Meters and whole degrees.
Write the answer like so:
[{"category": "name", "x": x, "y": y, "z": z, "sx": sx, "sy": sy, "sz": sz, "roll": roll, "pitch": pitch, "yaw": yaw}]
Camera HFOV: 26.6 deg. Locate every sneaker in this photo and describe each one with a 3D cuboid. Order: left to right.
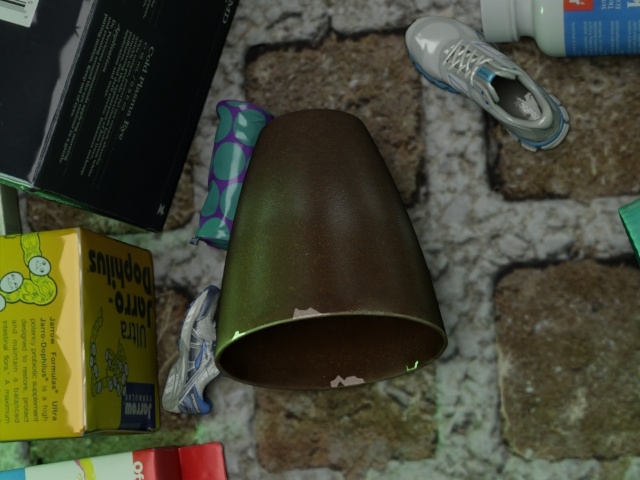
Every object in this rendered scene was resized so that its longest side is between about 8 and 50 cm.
[{"category": "sneaker", "x": -0.115, "y": 0.113, "z": 1.369, "sx": 0.058, "sy": 0.052, "sz": 0.135, "roll": 16, "pitch": 94, "yaw": 5}, {"category": "sneaker", "x": 0.159, "y": -0.163, "z": 1.315, "sx": 0.190, "sy": 0.083, "sz": 0.071, "roll": 37, "pitch": 94, "yaw": 16}]

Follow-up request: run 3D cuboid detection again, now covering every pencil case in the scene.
[{"category": "pencil case", "x": -0.088, "y": -0.063, "z": 1.371, "sx": 0.070, "sy": 0.064, "sz": 0.152, "roll": 3, "pitch": 82, "yaw": 48}]

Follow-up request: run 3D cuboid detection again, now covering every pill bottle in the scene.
[{"category": "pill bottle", "x": 0.265, "y": -0.235, "z": 1.275, "sx": 0.221, "sy": 0.124, "sz": 0.124, "roll": -1, "pitch": 83, "yaw": 13}]

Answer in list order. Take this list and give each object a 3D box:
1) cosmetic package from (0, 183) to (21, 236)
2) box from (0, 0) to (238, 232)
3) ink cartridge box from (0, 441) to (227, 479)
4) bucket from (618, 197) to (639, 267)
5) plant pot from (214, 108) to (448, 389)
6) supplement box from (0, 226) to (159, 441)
[{"category": "cosmetic package", "x": -0.359, "y": -0.047, "z": 1.447, "sx": 0.060, "sy": 0.041, "sz": 0.115, "roll": -10, "pitch": 81, "yaw": 13}, {"category": "box", "x": -0.229, "y": -0.208, "z": 1.296, "sx": 0.178, "sy": 0.312, "sz": 0.343, "roll": 18, "pitch": 87, "yaw": 16}, {"category": "ink cartridge box", "x": -0.209, "y": 0.280, "z": 1.350, "sx": 0.231, "sy": 0.078, "sz": 0.134, "roll": -11, "pitch": 81, "yaw": 12}, {"category": "bucket", "x": 0.380, "y": 0.050, "z": 1.141, "sx": 0.183, "sy": 0.281, "sz": 0.281, "roll": -22, "pitch": 78, "yaw": 12}, {"category": "plant pot", "x": 0.000, "y": 0.000, "z": 1.284, "sx": 0.215, "sy": 0.215, "sz": 0.231, "roll": -11, "pitch": 67, "yaw": 12}, {"category": "supplement box", "x": -0.362, "y": 0.107, "z": 1.350, "sx": 0.356, "sy": 0.194, "sz": 0.195, "roll": -5, "pitch": 82, "yaw": 13}]
